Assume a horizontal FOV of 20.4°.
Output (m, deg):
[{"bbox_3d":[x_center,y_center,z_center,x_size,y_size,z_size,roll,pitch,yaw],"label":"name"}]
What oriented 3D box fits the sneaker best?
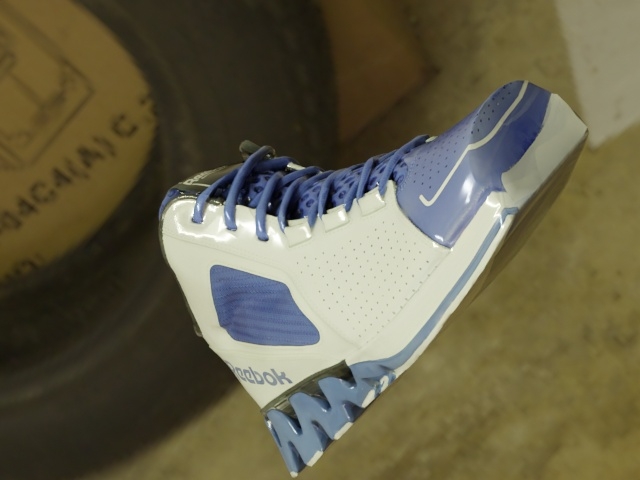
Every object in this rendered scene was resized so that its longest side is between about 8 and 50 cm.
[{"bbox_3d":[0.000,0.001,1.053,0.127,0.182,0.315,-43,-6,-44],"label":"sneaker"}]
